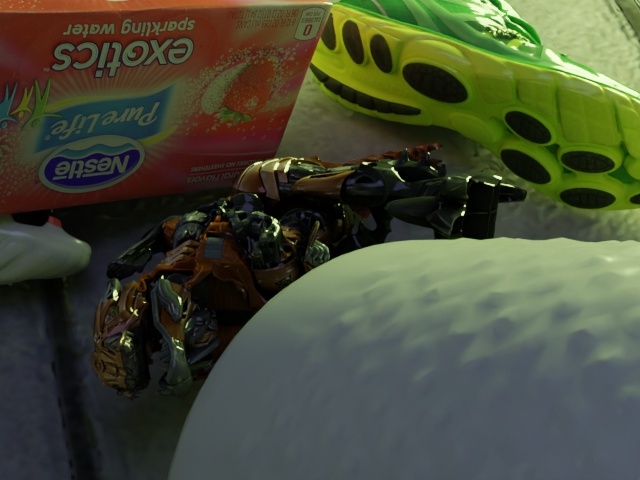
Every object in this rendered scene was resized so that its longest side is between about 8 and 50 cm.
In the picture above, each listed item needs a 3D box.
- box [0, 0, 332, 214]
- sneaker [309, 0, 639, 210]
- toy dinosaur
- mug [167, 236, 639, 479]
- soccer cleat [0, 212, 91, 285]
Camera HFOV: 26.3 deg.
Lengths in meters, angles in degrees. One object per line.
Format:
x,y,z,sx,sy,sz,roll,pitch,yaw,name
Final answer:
-0.166,-0.118,0.859,0.300,0.154,0.142,-8,44,-38,box
0.136,-0.120,0.976,0.296,0.109,0.123,26,51,15,sneaker
0.000,0.000,0.836,0.218,0.164,0.322,13,51,26,toy dinosaur
0.104,0.172,0.519,0.374,0.276,0.328,-50,26,-23,mug
-0.243,0.018,0.851,0.196,0.068,0.076,4,76,-11,soccer cleat
